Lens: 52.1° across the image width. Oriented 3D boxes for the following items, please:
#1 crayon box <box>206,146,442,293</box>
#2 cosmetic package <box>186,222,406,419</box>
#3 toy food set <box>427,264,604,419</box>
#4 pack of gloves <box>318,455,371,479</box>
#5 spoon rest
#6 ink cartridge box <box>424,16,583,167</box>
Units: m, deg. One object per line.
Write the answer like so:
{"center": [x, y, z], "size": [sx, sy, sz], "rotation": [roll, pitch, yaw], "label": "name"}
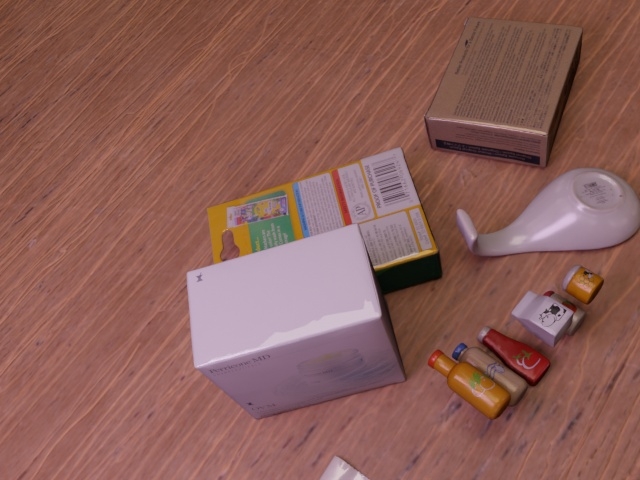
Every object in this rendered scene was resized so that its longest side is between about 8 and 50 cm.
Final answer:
{"center": [0.000, 0.000, 1.002], "size": [0.323, 0.083, 0.203], "rotation": [-16, 56, 5], "label": "crayon box"}
{"center": [-0.023, 0.115, 0.851], "size": [0.224, 0.225, 0.138], "rotation": [-16, 56, 6], "label": "cosmetic package"}
{"center": [0.250, 0.117, 0.840], "size": [0.104, 0.111, 0.232], "rotation": [35, 76, 30], "label": "toy food set"}
{"center": [0.025, 0.401, 0.769], "size": [0.195, 0.046, 0.232], "rotation": [27, 70, 29], "label": "pack of gloves"}
{"center": [0.328, -0.034, 0.945], "size": [0.276, 0.084, 0.137], "rotation": [-13, 57, -8], "label": "spoon rest"}
{"center": [0.301, -0.246, 1.067], "size": [0.193, 0.088, 0.235], "rotation": [14, 65, 25], "label": "ink cartridge box"}
